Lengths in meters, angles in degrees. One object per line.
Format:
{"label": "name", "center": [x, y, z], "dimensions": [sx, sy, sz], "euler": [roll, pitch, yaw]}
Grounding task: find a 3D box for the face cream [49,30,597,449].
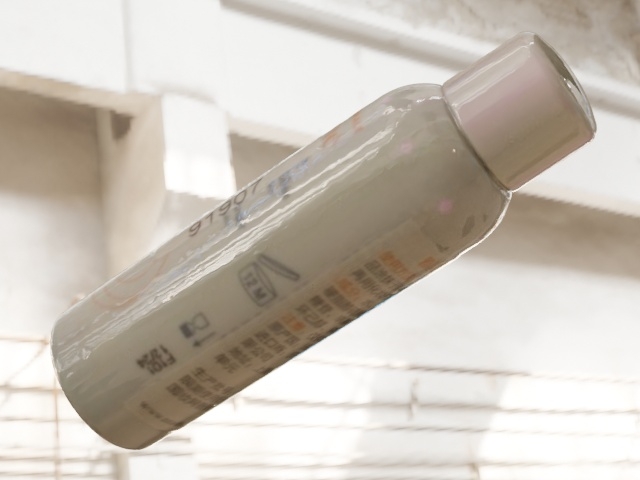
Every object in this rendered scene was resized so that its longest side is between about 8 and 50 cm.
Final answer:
{"label": "face cream", "center": [0.000, 0.000, 0.553], "dimensions": [0.269, 0.082, 0.082], "euler": [-33, -30, 16]}
